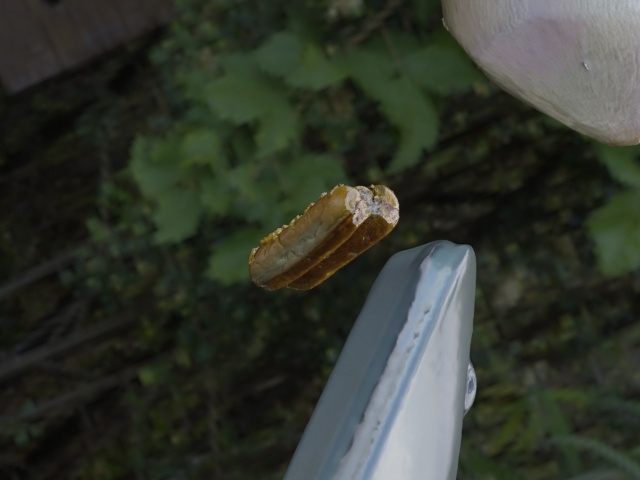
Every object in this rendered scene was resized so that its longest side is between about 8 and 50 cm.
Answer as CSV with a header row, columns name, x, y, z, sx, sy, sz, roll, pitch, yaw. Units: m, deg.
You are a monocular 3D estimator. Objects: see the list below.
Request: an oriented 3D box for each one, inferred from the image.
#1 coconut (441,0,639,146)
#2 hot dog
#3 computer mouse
name,x,y,z,sx,sy,sz,roll,pitch,yaw
coconut,0.172,-0.176,1.127,0.224,0.224,0.234,-49,118,-77
hot dog,0.000,0.000,1.485,0.071,0.165,0.045,-6,72,-35
computer mouse,0.030,0.158,1.064,0.197,0.095,0.331,82,30,-71
